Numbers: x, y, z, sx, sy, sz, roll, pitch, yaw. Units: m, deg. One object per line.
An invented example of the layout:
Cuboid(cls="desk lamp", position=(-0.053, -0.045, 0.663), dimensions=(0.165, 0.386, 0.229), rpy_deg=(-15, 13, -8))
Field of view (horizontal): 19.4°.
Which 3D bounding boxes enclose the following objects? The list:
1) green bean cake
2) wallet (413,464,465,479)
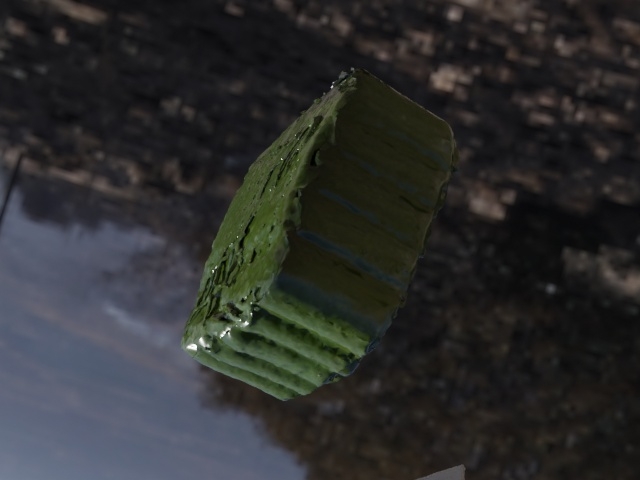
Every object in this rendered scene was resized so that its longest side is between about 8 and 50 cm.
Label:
Cuboid(cls="green bean cake", position=(0.000, 0.000, 1.353), dimensions=(0.113, 0.214, 0.200), rpy_deg=(30, 155, -14))
Cuboid(cls="wallet", position=(0.104, 0.245, 1.848), dimensions=(0.083, 0.011, 0.044), rpy_deg=(-20, -163, 11))
